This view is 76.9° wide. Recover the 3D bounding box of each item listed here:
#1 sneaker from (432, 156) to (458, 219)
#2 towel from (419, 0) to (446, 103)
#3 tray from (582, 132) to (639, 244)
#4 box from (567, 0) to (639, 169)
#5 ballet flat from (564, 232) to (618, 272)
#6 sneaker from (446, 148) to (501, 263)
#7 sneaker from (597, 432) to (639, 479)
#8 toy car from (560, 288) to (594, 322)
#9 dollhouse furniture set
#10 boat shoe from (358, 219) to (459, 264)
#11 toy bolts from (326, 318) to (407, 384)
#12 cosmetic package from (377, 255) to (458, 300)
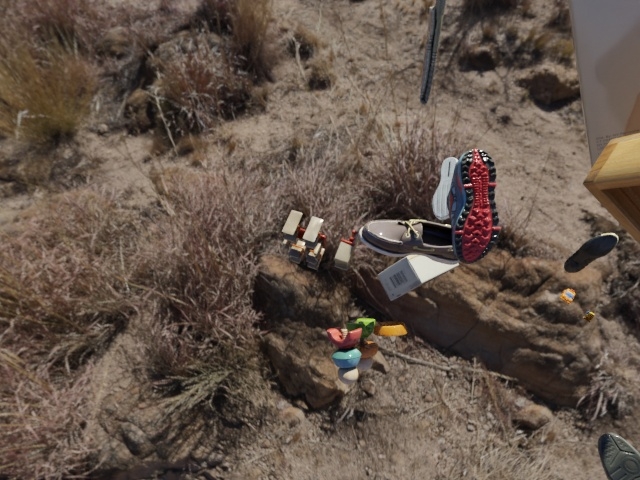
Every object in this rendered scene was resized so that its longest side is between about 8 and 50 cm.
[{"bbox_3d":[0.487,-0.183,1.501,0.094,0.091,0.259,1,64,41],"label":"sneaker"},{"bbox_3d":[0.376,-0.665,1.377,0.056,0.325,0.312,10,35,11],"label":"towel"},{"bbox_3d":[0.490,0.038,0.398,0.410,0.203,0.076,38,81,-13],"label":"tray"},{"bbox_3d":[0.461,-0.281,0.613,0.121,0.311,0.148,-7,30,35],"label":"box"},{"bbox_3d":[0.746,0.031,1.117,0.049,0.173,0.057,-31,70,-34],"label":"ballet flat"},{"bbox_3d":[0.357,-0.075,0.959,0.103,0.125,0.262,5,90,0],"label":"sneaker"},{"bbox_3d":[0.692,0.539,0.892,0.087,0.130,0.228,-34,68,4],"label":"sneaker"},{"bbox_3d":[0.828,0.200,1.289,0.060,0.041,0.122,-7,42,-37],"label":"toy car"},{"bbox_3d":[0.000,0.000,1.459,0.258,0.262,0.135,18,67,10],"label":"dollhouse furniture set"},{"bbox_3d":[0.274,-0.011,1.150,0.323,0.097,0.117,12,52,-8],"label":"boat shoe"},{"bbox_3d":[0.137,0.333,1.202,0.218,0.228,0.159,-6,87,40],"label":"toy bolts"},{"bbox_3d":[0.376,0.113,1.534,0.309,0.160,0.113,-14,71,-48],"label":"cosmetic package"}]
